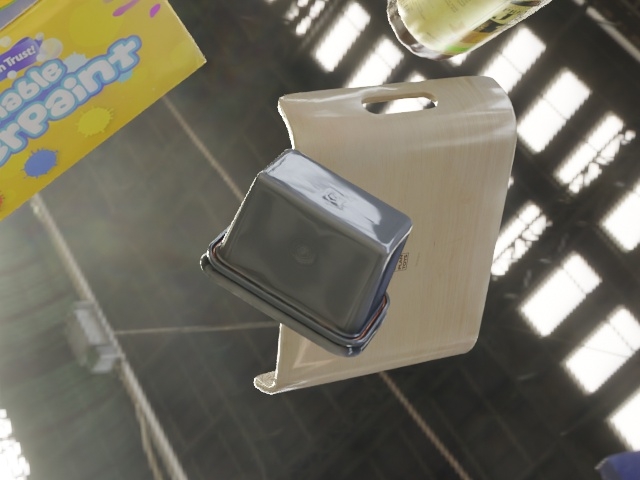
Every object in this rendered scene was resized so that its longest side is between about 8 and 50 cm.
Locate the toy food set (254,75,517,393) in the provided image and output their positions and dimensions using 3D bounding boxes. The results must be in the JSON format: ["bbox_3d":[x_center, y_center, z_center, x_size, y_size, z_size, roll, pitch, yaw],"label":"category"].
[{"bbox_3d":[0.051,-0.001,1.019,0.092,0.220,0.306,-132,-140,-51],"label":"toy food set"}]

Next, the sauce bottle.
[{"bbox_3d":[0.171,-0.254,0.949,0.344,0.112,0.111,161,-74,-70],"label":"sauce bottle"}]

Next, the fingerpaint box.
[{"bbox_3d":[-0.380,-0.156,0.887,0.445,0.163,0.371,-39,-123,-2],"label":"fingerpaint box"}]

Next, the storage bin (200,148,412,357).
[{"bbox_3d":[0.000,0.000,0.769,0.135,0.098,0.091,32,-54,8],"label":"storage bin"}]
